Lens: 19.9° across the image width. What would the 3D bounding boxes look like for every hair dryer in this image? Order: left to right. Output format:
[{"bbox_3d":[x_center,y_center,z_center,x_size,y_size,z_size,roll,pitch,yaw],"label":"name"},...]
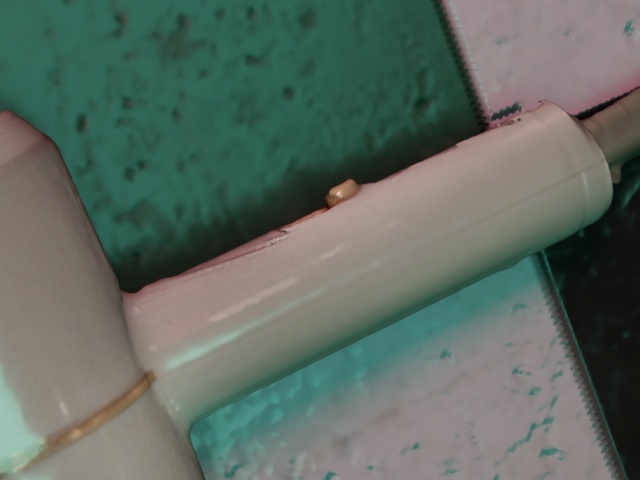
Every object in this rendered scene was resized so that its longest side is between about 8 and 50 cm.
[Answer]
[{"bbox_3d":[0.000,0.000,0.639,0.357,0.107,0.173,-25,102,-18],"label":"hair dryer"}]
